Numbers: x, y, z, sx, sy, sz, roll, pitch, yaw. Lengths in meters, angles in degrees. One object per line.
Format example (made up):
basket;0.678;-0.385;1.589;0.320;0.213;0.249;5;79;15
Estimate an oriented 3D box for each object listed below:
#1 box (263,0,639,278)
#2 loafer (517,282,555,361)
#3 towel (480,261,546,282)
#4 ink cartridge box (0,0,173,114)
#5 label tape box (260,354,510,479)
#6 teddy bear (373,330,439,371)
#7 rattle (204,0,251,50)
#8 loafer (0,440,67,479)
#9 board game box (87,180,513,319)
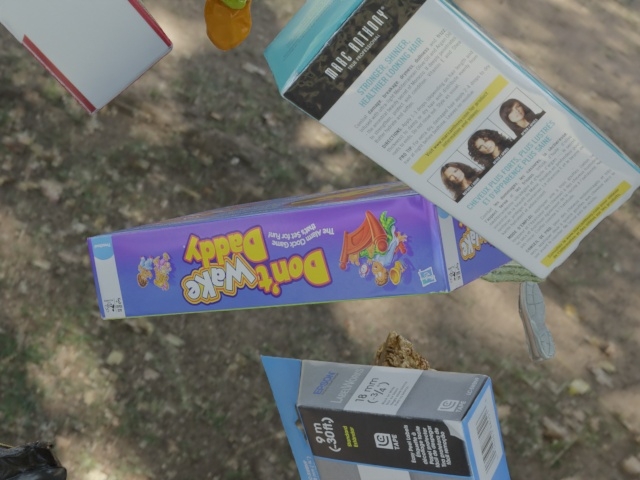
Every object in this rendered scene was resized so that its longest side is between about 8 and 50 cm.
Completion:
box;0.089;-0.077;0.676;0.244;0.100;0.060;33;19;-31
loafer;0.310;0.118;1.583;0.045;0.039;0.125;2;69;-40
towel;0.181;0.017;1.189;0.110;0.027;0.148;33;21;36
ink cartridge box;-0.281;-0.276;1.116;0.197;0.114;0.273;49;3;-33
label tape box;0.068;0.283;1.387;0.334;0.240;0.106;1;30;30
teddy bear;0.118;0.282;1.723;0.113;0.338;0.245;16;36;-2
rattle;-0.106;-0.249;1.156;0.130;0.142;0.199;17;26;-26
loafer;-0.284;0.162;0.782;0.080;0.220;0.078;23;60;-64
board game box;0.000;0.000;0.968;0.233;0.347;0.078;-17;99;-57
